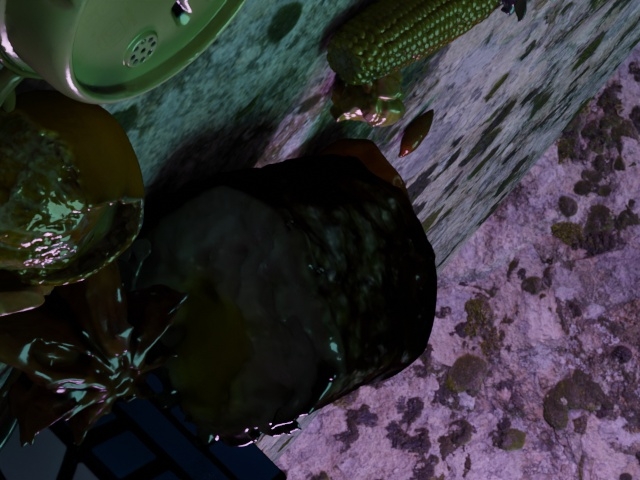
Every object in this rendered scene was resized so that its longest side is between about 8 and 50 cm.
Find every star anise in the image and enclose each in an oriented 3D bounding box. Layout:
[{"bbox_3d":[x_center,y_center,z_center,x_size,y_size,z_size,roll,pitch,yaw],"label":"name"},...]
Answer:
[{"bbox_3d":[-0.266,0.118,1.140,0.237,0.148,0.346,-2,141,-41],"label":"star anise"}]

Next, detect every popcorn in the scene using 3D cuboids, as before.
[{"bbox_3d":[0.060,-0.185,1.401,0.109,0.089,0.096,111,-11,-79],"label":"popcorn"}]

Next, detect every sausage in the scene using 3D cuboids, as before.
[{"bbox_3d":[0.048,-0.047,1.598,0.141,0.153,0.268,-37,167,1],"label":"sausage"}]

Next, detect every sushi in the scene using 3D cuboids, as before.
[{"bbox_3d":[-0.045,0.053,1.283,0.281,0.299,0.294,-39,170,33],"label":"sushi"}]

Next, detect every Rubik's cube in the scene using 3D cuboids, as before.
[{"bbox_3d":[-0.268,0.324,1.406,0.293,0.288,0.283,-53,167,17],"label":"Rubik's cube"}]

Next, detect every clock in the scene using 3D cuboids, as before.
[{"bbox_3d":[-0.127,-0.187,0.758,0.308,0.096,0.235,-45,168,-6],"label":"clock"}]

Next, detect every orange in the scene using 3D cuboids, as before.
[{"bbox_3d":[-0.205,-0.037,0.879,0.156,0.134,0.156,-58,168,-21],"label":"orange"}]

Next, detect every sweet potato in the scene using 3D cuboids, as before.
[{"bbox_3d":[0.153,-0.172,1.839,0.095,0.034,0.034,-57,167,0],"label":"sweet potato"}]

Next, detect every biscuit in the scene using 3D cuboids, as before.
[{"bbox_3d":[-0.283,0.044,0.922,0.184,0.134,0.027,-110,-163,-81],"label":"biscuit"}]

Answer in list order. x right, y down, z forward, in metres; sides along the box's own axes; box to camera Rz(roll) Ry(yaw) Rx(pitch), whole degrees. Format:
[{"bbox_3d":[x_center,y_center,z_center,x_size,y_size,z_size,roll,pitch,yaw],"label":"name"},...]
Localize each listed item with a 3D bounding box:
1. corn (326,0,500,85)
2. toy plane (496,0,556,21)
[{"bbox_3d":[0.114,-0.258,1.332,0.260,0.091,0.091,-36,-175,-29],"label":"corn"},{"bbox_3d":[0.257,-0.398,1.376,0.192,0.088,0.261,-122,-143,-66],"label":"toy plane"}]
